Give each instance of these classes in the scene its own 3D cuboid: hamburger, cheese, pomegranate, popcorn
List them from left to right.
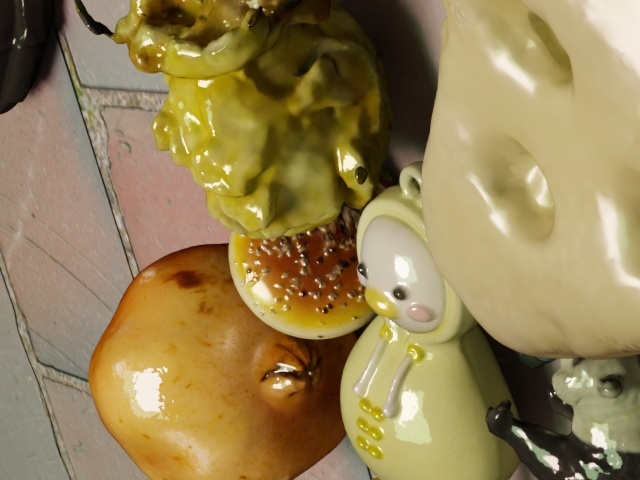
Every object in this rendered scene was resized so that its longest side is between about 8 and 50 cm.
[{"bbox_3d":[-0.072,0.102,1.434,0.209,0.209,0.209,39,142,39],"label":"pomegranate"},{"bbox_3d":[-0.044,-0.095,1.219,0.173,0.168,0.195,14,164,35],"label":"popcorn"},{"bbox_3d":[0.000,0.000,1.325,0.126,0.141,0.081,31,167,1],"label":"hamburger"},{"bbox_3d":[0.135,-0.090,1.015,0.351,0.130,0.328,62,151,4],"label":"cheese"}]

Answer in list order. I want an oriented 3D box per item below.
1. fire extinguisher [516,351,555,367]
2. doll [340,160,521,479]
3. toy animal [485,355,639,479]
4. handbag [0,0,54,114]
[{"bbox_3d":[0.154,0.058,1.207,0.038,0.025,0.083,58,151,1],"label":"fire extinguisher"},{"bbox_3d":[0.066,0.076,1.251,0.141,0.117,0.296,38,149,45],"label":"doll"},{"bbox_3d":[0.177,0.155,1.180,0.121,0.094,0.225,7,109,47],"label":"toy animal"},{"bbox_3d":[-0.338,-0.244,1.725,0.254,0.093,0.308,56,150,17],"label":"handbag"}]
